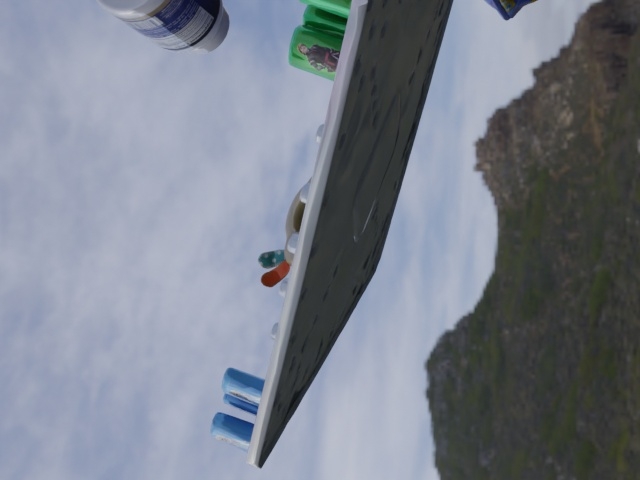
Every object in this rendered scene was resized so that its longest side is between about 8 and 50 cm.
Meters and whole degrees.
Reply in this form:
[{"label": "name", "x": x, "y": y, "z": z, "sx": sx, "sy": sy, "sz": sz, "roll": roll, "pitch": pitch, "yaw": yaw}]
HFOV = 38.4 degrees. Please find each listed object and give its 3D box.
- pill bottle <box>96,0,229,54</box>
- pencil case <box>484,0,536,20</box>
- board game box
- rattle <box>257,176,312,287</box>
[{"label": "pill bottle", "x": -0.158, "y": -0.251, "z": 0.952, "sx": 0.169, "sy": 0.094, "sz": 0.094, "roll": 21, "pitch": -110, "yaw": -72}, {"label": "pencil case", "x": 0.267, "y": -0.349, "z": 0.890, "sx": 0.133, "sy": 0.306, "sz": 0.119, "roll": 17, "pitch": -136, "yaw": -55}, {"label": "board game box", "x": 0.027, "y": -0.068, "z": 0.788, "sx": 0.390, "sy": 0.050, "sz": 0.390, "roll": -52, "pitch": -22, "yaw": -60}, {"label": "rattle", "x": 0.000, "y": 0.000, "z": 1.534, "sx": 0.142, "sy": 0.130, "sz": 0.200, "roll": 11, "pitch": -73, "yaw": -50}]
